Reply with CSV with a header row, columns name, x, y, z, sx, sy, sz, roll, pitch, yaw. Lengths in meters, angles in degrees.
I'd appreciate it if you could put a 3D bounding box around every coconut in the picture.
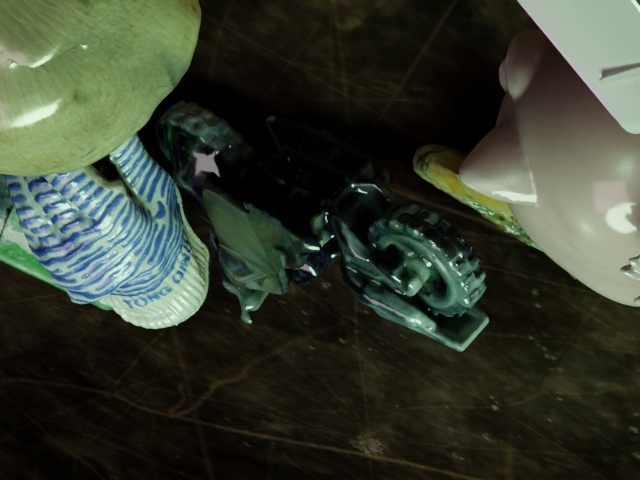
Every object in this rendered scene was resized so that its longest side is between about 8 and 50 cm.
name,x,y,z,sx,sy,sz,roll,pitch,yaw
coconut,-0.187,-0.140,1.061,0.224,0.224,0.224,21,150,12

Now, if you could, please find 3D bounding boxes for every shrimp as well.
name,x,y,z,sx,sy,sz,roll,pitch,yaw
shrimp,0.156,-0.003,1.086,0.217,0.051,0.150,25,-176,-8

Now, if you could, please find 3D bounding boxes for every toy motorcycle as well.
name,x,y,z,sx,sy,sz,roll,pitch,yaw
toy motorcycle,0.000,0.000,1.204,0.270,0.106,0.159,28,150,30

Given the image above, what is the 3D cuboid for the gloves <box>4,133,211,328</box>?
name,x,y,z,sx,sy,sz,roll,pitch,yaw
gloves,-0.149,-0.017,1.246,0.229,0.119,0.097,51,-175,-41

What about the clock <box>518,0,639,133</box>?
name,x,y,z,sx,sy,sz,roll,pitch,yaw
clock,0.135,-0.161,0.801,0.063,0.150,0.197,-9,135,49

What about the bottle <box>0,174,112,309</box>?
name,x,y,z,sx,sy,sz,roll,pitch,yaw
bottle,-0.288,-0.056,1.380,0.330,0.093,0.093,26,151,2

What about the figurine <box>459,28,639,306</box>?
name,x,y,z,sx,sy,sz,roll,pitch,yaw
figurine,0.217,-0.017,0.944,0.287,0.176,0.186,20,162,0
